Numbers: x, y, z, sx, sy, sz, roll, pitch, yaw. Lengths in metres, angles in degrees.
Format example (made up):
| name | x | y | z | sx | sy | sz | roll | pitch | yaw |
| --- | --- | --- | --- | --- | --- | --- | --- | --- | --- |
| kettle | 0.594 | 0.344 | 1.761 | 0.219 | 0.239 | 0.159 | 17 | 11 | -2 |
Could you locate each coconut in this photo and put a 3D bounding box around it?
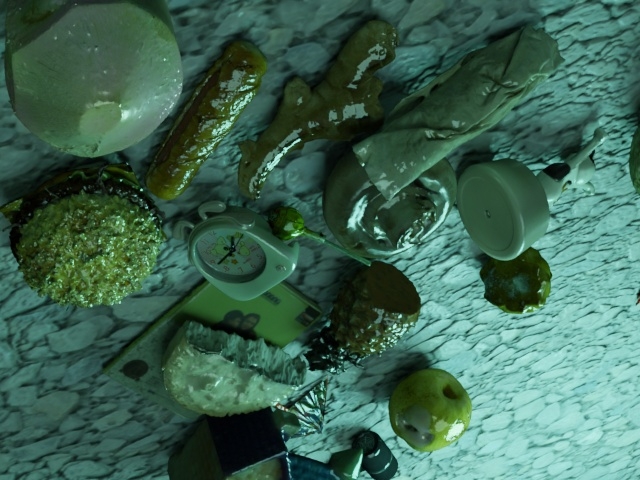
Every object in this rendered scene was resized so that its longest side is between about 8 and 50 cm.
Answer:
| name | x | y | z | sx | sy | sz | roll | pitch | yaw |
| --- | --- | --- | --- | --- | --- | --- | --- | --- | --- |
| coconut | -0.289 | -0.228 | 1.221 | 0.233 | 0.245 | 0.233 | -9 | 132 | -11 |

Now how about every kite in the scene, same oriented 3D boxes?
| name | x | y | z | sx | sy | sz | roll | pitch | yaw |
| --- | --- | --- | --- | --- | --- | --- | --- | --- | --- |
| kite | -0.048 | 0.359 | 2.021 | 0.232 | 0.009 | 0.189 | -40 | 132 | 14 |

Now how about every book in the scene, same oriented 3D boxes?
| name | x | y | z | sx | sy | sz | roll | pitch | yaw |
| --- | --- | --- | --- | --- | --- | --- | --- | --- | --- |
| book | -0.197 | 0.185 | 1.783 | 0.352 | 0.035 | 0.239 | -40 | 131 | 15 |

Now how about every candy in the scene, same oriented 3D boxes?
| name | x | y | z | sx | sy | sz | roll | pitch | yaw |
| --- | --- | --- | --- | --- | --- | --- | --- | --- | --- |
| candy | 0.000 | 0.000 | 1.642 | 0.194 | 0.062 | 0.058 | 26 | 91 | -13 |

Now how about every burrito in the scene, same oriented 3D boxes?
| name | x | y | z | sx | sy | sz | roll | pitch | yaw |
| --- | --- | --- | --- | --- | --- | --- | --- | --- | --- |
| burrito | 0.214 | -0.211 | 1.504 | 0.392 | 0.117 | 0.076 | -37 | 179 | -15 |

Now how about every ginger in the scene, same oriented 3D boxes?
| name | x | y | z | sx | sy | sz | roll | pitch | yaw |
| --- | --- | --- | --- | --- | --- | --- | --- | --- | --- |
| ginger | -0.001 | -0.192 | 1.489 | 0.333 | 0.081 | 0.148 | -35 | 129 | 9 |

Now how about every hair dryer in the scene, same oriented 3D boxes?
| name | x | y | z | sx | sy | sz | roll | pitch | yaw |
| --- | --- | --- | --- | --- | --- | --- | --- | --- | --- |
| hair dryer | 0.054 | 0.503 | 2.165 | 0.219 | 0.071 | 0.124 | -24 | 134 | 11 |

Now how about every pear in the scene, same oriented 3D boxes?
| name | x | y | z | sx | sy | sz | roll | pitch | yaw |
| --- | --- | --- | --- | --- | --- | --- | --- | --- | --- |
| pear | 0.222 | 0.355 | 2.022 | 0.178 | 0.178 | 0.178 | -12 | 134 | -13 |

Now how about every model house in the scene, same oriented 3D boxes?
| name | x | y | z | sx | sy | sz | roll | pitch | yaw |
| --- | --- | --- | --- | --- | --- | --- | --- | --- | --- |
| model house | -0.096 | 0.447 | 1.921 | 0.312 | 0.245 | 0.280 | 23 | 112 | -28 |

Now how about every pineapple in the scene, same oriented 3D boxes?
| name | x | y | z | sx | sy | sz | roll | pitch | yaw |
| --- | --- | --- | --- | --- | --- | --- | --- | --- | --- |
| pineapple | 0.057 | 0.164 | 1.811 | 0.157 | 0.158 | 0.279 | 17 | 134 | -33 |

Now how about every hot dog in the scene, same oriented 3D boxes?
| name | x | y | z | sx | sy | sz | roll | pitch | yaw |
| --- | --- | --- | --- | --- | --- | --- | --- | --- | --- |
| hot dog | -0.172 | -0.170 | 1.456 | 0.087 | 0.061 | 0.286 | 7 | 129 | -42 |

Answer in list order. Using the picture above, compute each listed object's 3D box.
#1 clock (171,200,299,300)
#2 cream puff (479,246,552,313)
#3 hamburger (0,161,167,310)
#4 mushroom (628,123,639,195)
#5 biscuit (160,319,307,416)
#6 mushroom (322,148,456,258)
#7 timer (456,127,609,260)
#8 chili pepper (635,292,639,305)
| name | x | y | z | sx | sy | sz | roll | pitch | yaw |
| --- | --- | --- | --- | --- | --- | --- | --- | --- | --- |
| clock | -0.142 | 0.008 | 1.596 | 0.151 | 0.062 | 0.191 | -32 | 120 | 32 |
| cream puff | 0.382 | 0.073 | 1.873 | 0.146 | 0.146 | 0.116 | -50 | 169 | 23 |
| hamburger | -0.349 | -0.004 | 1.475 | 0.243 | 0.139 | 0.262 | -23 | 136 | -1 |
| mushroom | 0.669 | -0.188 | 1.711 | 0.267 | 0.190 | 0.164 | -16 | 119 | 28 |
| biscuit | -0.168 | 0.252 | 1.771 | 0.281 | 0.084 | 0.179 | 20 | 121 | -34 |
| mushroom | 0.114 | -0.062 | 1.590 | 0.226 | 0.178 | 0.226 | -10 | 142 | -8 |
| timer | 0.393 | -0.093 | 1.721 | 0.266 | 0.175 | 0.175 | -24 | 137 | -24 |
| chili pepper | 0.718 | 0.079 | 2.075 | 0.045 | 0.027 | 0.178 | 8 | 128 | -29 |
